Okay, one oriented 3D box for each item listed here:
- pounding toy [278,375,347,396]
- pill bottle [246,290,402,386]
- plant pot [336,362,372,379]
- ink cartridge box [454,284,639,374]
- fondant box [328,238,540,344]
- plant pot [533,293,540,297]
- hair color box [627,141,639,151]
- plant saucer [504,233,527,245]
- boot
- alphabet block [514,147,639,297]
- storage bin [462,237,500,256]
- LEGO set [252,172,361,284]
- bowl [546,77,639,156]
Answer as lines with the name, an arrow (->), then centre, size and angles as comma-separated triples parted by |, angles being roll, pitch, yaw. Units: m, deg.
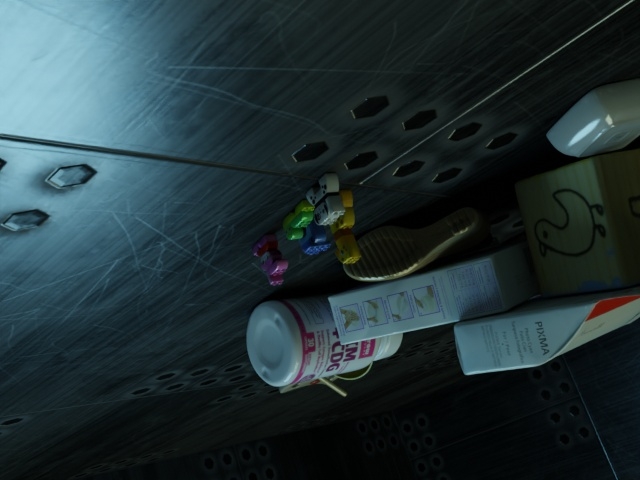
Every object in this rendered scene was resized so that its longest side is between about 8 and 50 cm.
pounding toy -> -0.021, 0.345, 2.011 | 0.154, 0.154, 0.269 | -30, 160, 16
pill bottle -> 0.014, 0.181, 1.569 | 0.283, 0.160, 0.160 | -5, 157, -39
plant pot -> 0.074, 0.245, 1.899 | 0.134, 0.134, 0.095 | -29, -177, 27
ink cartridge box -> 0.449, 0.117, 1.248 | 0.308, 0.091, 0.385 | -10, 177, -44
fondant box -> 0.215, 0.087, 1.426 | 0.330, 0.096, 0.238 | -19, 177, 36
plant pot -> 0.451, 0.155, 1.878 | 0.191, 0.174, 0.191 | -8, 173, -1
hair color box -> 0.628, -0.141, 1.353 | 0.174, 0.105, 0.347 | -10, 159, -28
plant saucer -> 0.452, 0.010, 1.731 | 0.168, 0.029, 0.168 | -17, 161, -6
boot -> 0.175, 0.022, 1.385 | 0.248, 0.090, 0.207 | -21, 164, 11
alphabet block -> 0.455, -0.030, 1.279 | 0.193, 0.197, 0.192 | -11, 176, -29
storage bin -> 0.284, 0.072, 1.651 | 0.180, 0.084, 0.122 | -17, 162, -10
LEGO set -> 0.000, 0.000, 1.135 | 0.087, 0.093, 0.227 | -7, 158, -34
bowl -> 0.409, -0.167, 1.140 | 0.142, 0.053, 0.142 | -13, 162, -23
